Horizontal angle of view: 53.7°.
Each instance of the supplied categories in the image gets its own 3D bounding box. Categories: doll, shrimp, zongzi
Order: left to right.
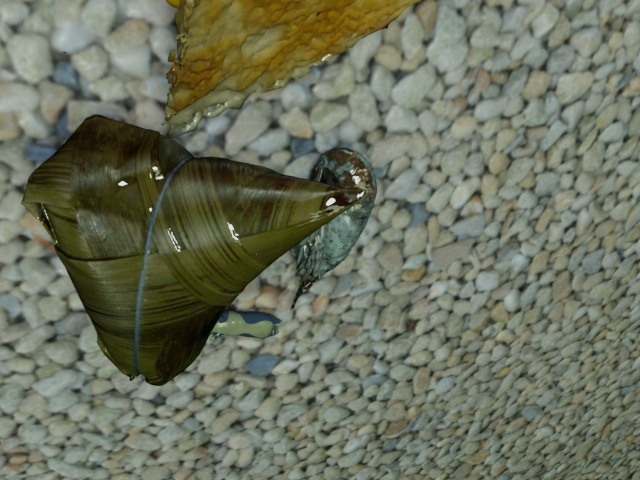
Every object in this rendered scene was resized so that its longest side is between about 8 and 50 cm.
[{"bbox_3d":[-0.095,0.037,0.597,0.300,0.138,0.286,5,131,17],"label":"zongzi"},{"bbox_3d":[-0.105,0.104,0.777,0.125,0.027,0.037,7,113,-27],"label":"doll"},{"bbox_3d":[0.000,0.000,0.723,0.090,0.079,0.233,-32,151,-53],"label":"shrimp"}]

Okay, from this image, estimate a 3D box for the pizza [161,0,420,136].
[{"bbox_3d":[0.050,-0.269,0.464,0.392,0.080,0.435,-27,169,-22],"label":"pizza"}]
